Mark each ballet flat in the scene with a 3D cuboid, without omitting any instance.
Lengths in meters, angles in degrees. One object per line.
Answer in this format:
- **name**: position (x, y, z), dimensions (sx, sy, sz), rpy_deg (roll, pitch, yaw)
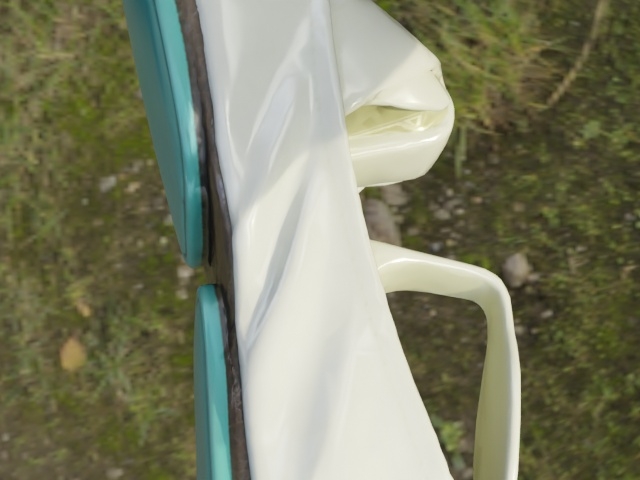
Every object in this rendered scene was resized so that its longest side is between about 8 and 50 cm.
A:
- **ballet flat**: position (0.000, 0.000, 0.581), dimensions (0.139, 0.139, 0.400), rpy_deg (-24, 63, 29)
